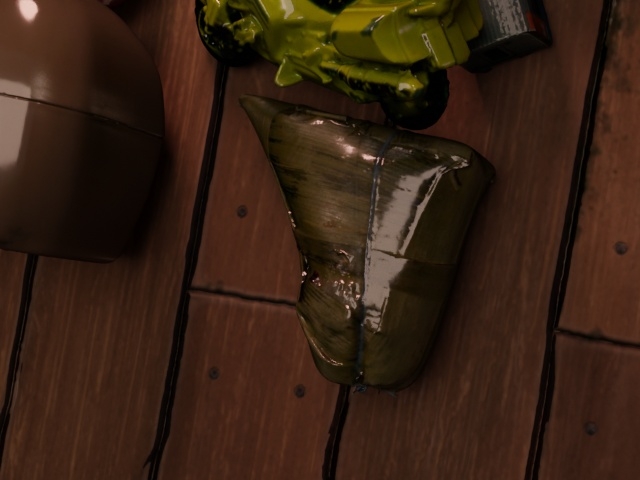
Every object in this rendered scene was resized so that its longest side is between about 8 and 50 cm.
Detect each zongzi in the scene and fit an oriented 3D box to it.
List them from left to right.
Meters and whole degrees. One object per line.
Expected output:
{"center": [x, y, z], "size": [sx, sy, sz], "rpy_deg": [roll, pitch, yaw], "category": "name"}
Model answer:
{"center": [0.000, 0.000, 1.263], "size": [0.274, 0.125, 0.250], "rpy_deg": [17, 84, 24], "category": "zongzi"}

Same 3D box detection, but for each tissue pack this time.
{"center": [-0.356, -0.139, 1.332], "size": [0.387, 0.267, 0.277], "rpy_deg": [12, 87, 23], "category": "tissue pack"}

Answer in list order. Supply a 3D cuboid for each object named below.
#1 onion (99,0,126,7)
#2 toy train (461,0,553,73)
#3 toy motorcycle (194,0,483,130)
{"center": [-0.248, -0.316, 1.377], "size": [0.150, 0.140, 0.150], "rpy_deg": [-10, 72, 34], "category": "onion"}
{"center": [0.122, -0.366, 1.270], "size": [0.086, 0.089, 0.409], "rpy_deg": [-18, 80, 24], "category": "toy train"}
{"center": [-0.003, -0.230, 1.240], "size": [0.342, 0.142, 0.206], "rpy_deg": [25, 138, 39], "category": "toy motorcycle"}
